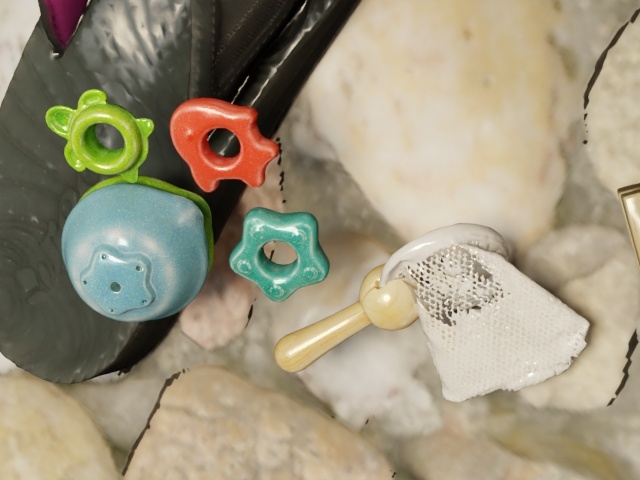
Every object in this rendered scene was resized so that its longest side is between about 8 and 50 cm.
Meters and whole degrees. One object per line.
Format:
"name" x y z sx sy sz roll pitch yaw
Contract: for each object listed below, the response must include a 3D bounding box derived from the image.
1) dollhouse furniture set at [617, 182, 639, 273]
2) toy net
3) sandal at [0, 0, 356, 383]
"dollhouse furniture set" 0.190 0.024 0.408 0.151 0.144 0.123 -15 91 15
"toy net" 0.000 0.000 0.518 0.232 0.045 0.122 10 117 4
"sandal" -0.068 -0.127 0.546 0.167 0.107 0.446 30 108 24
